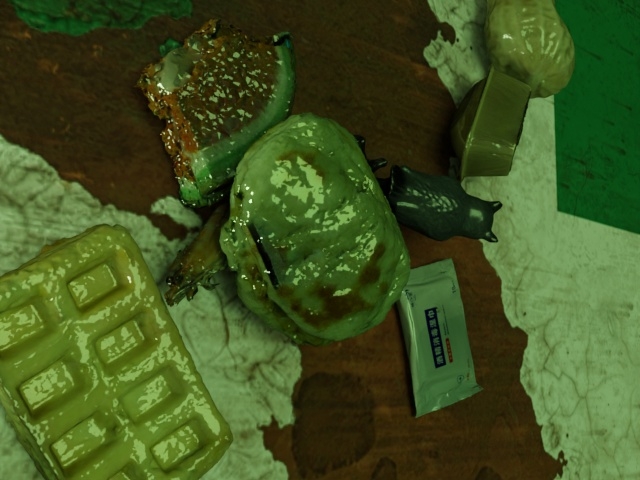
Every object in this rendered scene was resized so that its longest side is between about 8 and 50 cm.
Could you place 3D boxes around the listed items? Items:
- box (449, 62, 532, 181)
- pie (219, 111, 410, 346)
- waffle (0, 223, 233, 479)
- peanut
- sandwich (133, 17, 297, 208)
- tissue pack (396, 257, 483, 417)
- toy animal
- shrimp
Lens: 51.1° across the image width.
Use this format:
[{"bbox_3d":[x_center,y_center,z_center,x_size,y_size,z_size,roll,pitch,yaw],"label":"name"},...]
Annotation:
[{"bbox_3d":[0.243,-0.169,0.979,0.111,0.111,0.177,38,61,-27],"label":"box"},{"bbox_3d":[0.000,0.000,0.699,0.201,0.090,0.248,-38,115,-18],"label":"pie"},{"bbox_3d":[-0.197,0.131,0.614,0.168,0.057,0.274,-32,102,-37],"label":"waffle"},{"bbox_3d":[0.309,-0.368,1.050,0.136,0.120,0.298,-11,87,-43],"label":"peanut"},{"bbox_3d":[-0.092,-0.159,0.729,0.159,0.079,0.235,52,56,-19],"label":"sandwich"},{"bbox_3d":[0.155,0.128,0.907,0.123,0.026,0.193,-11,89,-38],"label":"tissue pack"},{"bbox_3d":[0.129,-0.058,0.815,0.210,0.117,0.121,7,70,-2],"label":"toy animal"},{"bbox_3d":[-0.099,0.037,0.708,0.124,0.034,0.178,63,33,-28],"label":"shrimp"}]
